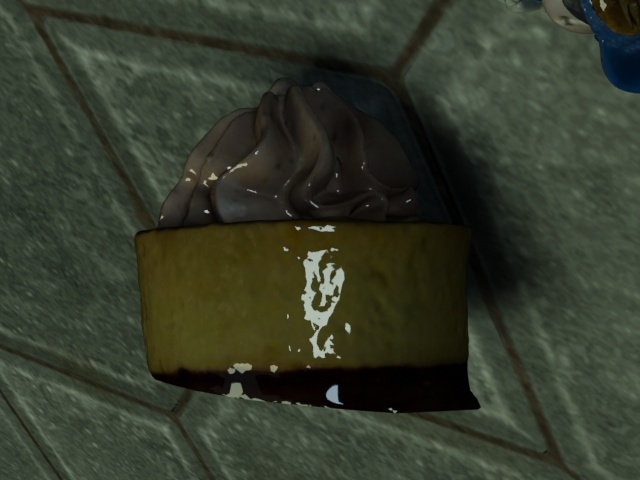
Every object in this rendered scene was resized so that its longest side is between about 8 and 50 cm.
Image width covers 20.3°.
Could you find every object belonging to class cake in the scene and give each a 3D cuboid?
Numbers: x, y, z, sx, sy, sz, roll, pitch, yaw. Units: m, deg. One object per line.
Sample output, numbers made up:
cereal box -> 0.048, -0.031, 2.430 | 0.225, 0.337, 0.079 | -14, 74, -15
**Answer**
cake -> 0.000, 0.000, 1.012 | 0.207, 0.178, 0.185 | 8, 180, 8

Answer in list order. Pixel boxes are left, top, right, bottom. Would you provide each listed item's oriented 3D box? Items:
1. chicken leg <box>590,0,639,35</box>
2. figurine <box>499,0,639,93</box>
chicken leg -> 0.170, -0.129, 0.623 | 0.101, 0.085, 0.207 | 48, 140, 1
figurine -> 0.114, -0.123, 0.775 | 0.077, 0.079, 0.136 | 10, -156, -44
